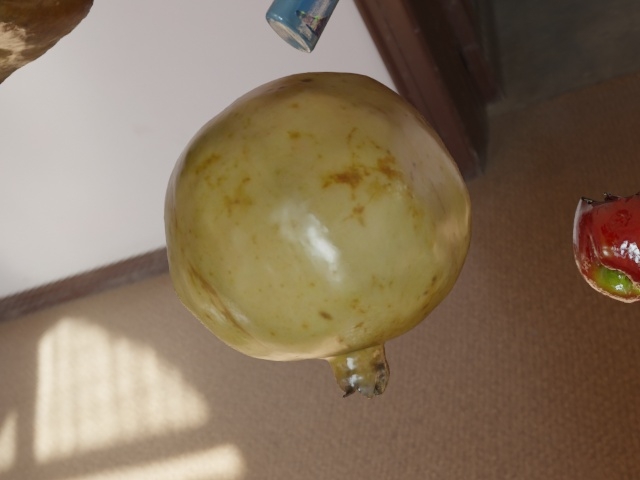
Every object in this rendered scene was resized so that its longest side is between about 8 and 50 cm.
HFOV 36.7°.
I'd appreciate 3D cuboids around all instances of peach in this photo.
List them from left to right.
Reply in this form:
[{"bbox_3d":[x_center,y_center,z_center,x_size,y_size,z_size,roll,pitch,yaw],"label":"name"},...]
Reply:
[{"bbox_3d":[0.493,-0.019,1.501,0.196,0.190,0.226,26,60,9],"label":"peach"}]

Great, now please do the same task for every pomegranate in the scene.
[{"bbox_3d":[0.000,0.000,1.011,0.342,0.342,0.342,-22,32,15],"label":"pomegranate"}]

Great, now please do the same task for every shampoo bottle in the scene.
[{"bbox_3d":[0.010,-0.418,1.454,0.061,0.104,0.258,21,80,37],"label":"shampoo bottle"}]

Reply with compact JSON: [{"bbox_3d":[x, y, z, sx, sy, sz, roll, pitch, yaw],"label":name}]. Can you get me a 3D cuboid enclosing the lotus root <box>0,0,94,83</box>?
[{"bbox_3d":[-0.441,-0.299,1.030,0.316,0.316,0.250,-26,8,8],"label":"lotus root"}]
